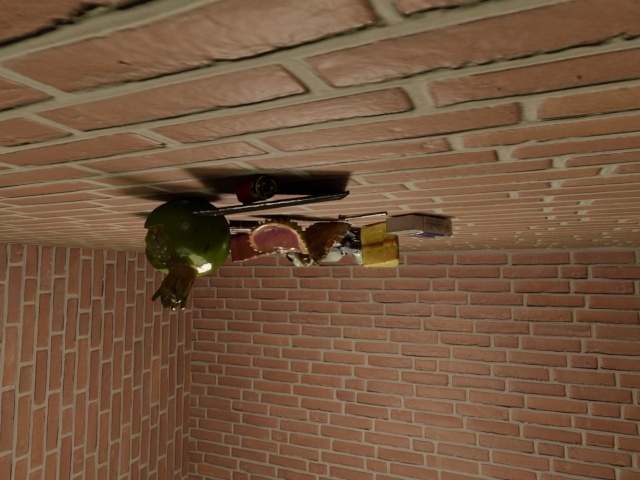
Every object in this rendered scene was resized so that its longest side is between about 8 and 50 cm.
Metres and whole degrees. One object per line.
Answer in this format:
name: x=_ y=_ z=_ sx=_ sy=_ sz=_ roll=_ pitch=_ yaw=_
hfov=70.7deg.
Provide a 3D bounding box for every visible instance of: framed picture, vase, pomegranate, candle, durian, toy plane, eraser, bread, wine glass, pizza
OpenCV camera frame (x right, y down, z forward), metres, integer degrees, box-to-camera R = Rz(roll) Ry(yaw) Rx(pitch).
framed picture: x=-0.102 y=-0.082 z=1.031 sx=0.324 sy=0.013 sz=0.244 roll=-8 pitch=-177 yaw=-1
vase: x=-0.111 y=0.042 z=2.179 sx=0.165 sy=0.164 sz=0.360 roll=1 pitch=179 yaw=-14
pomegranate: x=-0.348 y=0.033 z=1.173 sx=0.236 sy=0.301 sz=0.235 roll=-3 pitch=150 yaw=-2
candle: x=-0.215 y=0.003 z=1.865 sx=0.288 sy=0.131 sz=0.317 roll=-10 pitch=-179 yaw=26
durian: x=-0.138 y=-0.017 z=1.556 sx=0.183 sy=0.132 sz=0.165 roll=2 pitch=169 yaw=28
toy plane: x=0.159 y=0.023 z=1.904 sx=0.268 sy=0.088 sz=0.212 roll=13 pitch=148 yaw=-4
eraser: x=0.341 y=-0.047 z=1.555 sx=0.210 sy=0.067 sz=0.125 roll=5 pitch=174 yaw=-39
bread: x=0.283 y=0.017 z=1.732 sx=0.163 sy=0.167 sz=0.264 roll=1 pitch=174 yaw=-25
candle: x=-0.145 y=-0.105 z=0.965 sx=0.052 sy=0.051 sz=0.131 roll=3 pitch=175 yaw=-33
wine glass: x=0.098 y=0.047 z=2.302 sx=0.322 sy=0.143 sz=0.144 roll=6 pitch=172 yaw=-36
pizza: x=0.000 y=0.000 z=1.639 sx=0.147 sy=0.226 sz=0.069 roll=36 pitch=161 yaw=42

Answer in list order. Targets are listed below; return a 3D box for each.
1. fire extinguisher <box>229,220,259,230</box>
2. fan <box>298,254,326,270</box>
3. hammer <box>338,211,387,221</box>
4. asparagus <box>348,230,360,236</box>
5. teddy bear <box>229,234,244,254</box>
fire extinguisher: x=-0.270 y=-0.054 z=1.663 sx=0.132 sy=0.039 sz=0.056 roll=1 pitch=-176 yaw=-11
fan: x=-0.026 y=0.077 z=2.142 sx=0.010 sy=0.182 sz=0.310 roll=32 pitch=138 yaw=-16
hammer: x=0.135 y=-0.080 z=1.473 sx=0.182 sy=0.017 sz=0.062 roll=-6 pitch=173 yaw=37
asparagus: x=0.170 y=-0.010 z=1.983 sx=0.288 sy=0.080 sz=0.080 roll=-6 pitch=174 yaw=11
teddy bear: x=-0.405 y=0.029 z=2.188 sx=0.252 sy=0.181 sz=0.129 roll=-5 pitch=-150 yaw=37
